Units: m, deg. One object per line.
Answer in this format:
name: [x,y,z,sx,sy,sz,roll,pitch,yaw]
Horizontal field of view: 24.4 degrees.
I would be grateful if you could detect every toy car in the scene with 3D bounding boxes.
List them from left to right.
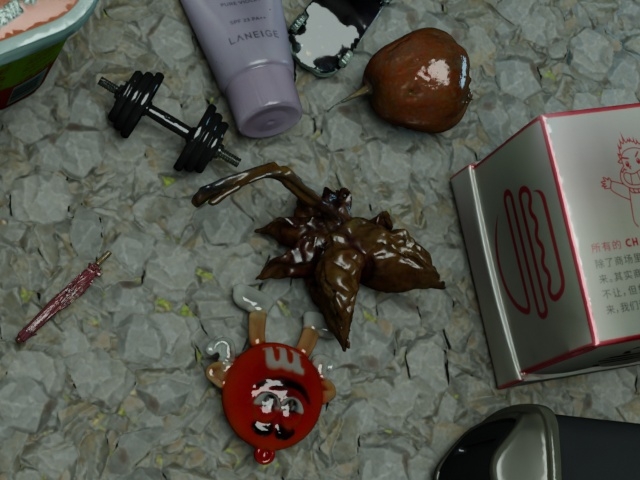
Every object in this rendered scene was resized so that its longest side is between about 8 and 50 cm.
toy car: [0.032,-0.317,2.044,0.095,0.056,0.205,35,71,-5]

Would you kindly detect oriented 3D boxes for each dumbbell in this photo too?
dumbbell: [-0.195,-0.153,1.914,0.208,0.099,0.099,31,70,-6]

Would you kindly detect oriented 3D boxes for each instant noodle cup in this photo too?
instant noodle cup: [-0.422,-0.287,1.772,0.293,0.308,0.294,4,74,-15]

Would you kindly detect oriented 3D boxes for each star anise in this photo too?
star anise: [-0.008,0.003,1.896,0.346,0.148,0.237,26,53,-21]

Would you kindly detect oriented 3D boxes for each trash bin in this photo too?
trash bin: [0.310,0.306,1.889,0.290,0.209,0.182,6,73,-20]

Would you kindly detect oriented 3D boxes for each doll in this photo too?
doll: [-0.063,0.172,1.878,0.183,0.085,0.217,21,62,-11]

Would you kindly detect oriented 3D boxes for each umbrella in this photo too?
umbrella: [-0.320,0.072,1.858,0.165,0.027,0.025,-45,127,-21]

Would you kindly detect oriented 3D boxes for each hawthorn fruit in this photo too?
hawthorn fruit: [0.121,-0.222,1.996,0.189,0.149,0.149,14,73,-17]

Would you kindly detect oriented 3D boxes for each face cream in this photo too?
face cream: [-0.102,-0.274,1.987,0.154,0.096,0.274,-13,67,-14]

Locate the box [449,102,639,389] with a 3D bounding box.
box: [0.388,0.003,1.934,0.314,0.300,0.312,-8,79,-18]
